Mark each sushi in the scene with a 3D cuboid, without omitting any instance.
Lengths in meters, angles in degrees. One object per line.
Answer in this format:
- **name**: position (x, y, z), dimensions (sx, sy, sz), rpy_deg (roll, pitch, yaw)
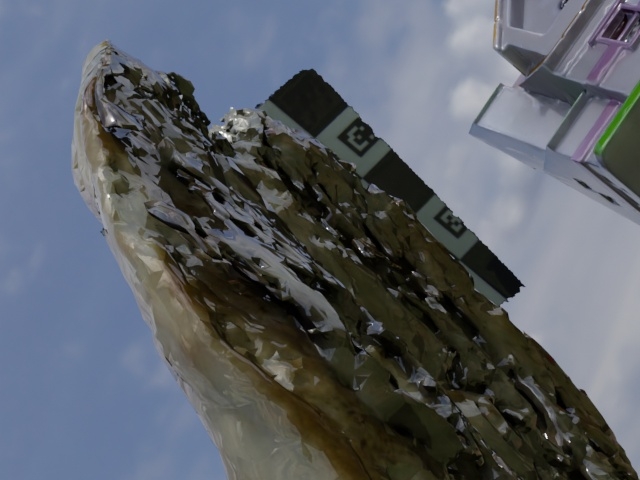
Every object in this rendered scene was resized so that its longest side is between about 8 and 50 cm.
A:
- **sushi**: position (0.000, 0.000, 1.200), dimensions (0.192, 0.215, 0.050), rpy_deg (-40, -14, -21)

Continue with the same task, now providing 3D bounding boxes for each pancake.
- **pancake**: position (0.032, 0.060, 0.771), dimensions (0.071, 0.382, 0.382), rpy_deg (-44, -14, 10)

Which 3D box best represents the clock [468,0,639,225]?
- **clock**: position (0.227, -0.136, 1.261), dimensions (0.235, 0.166, 0.309), rpy_deg (-55, 25, -2)
